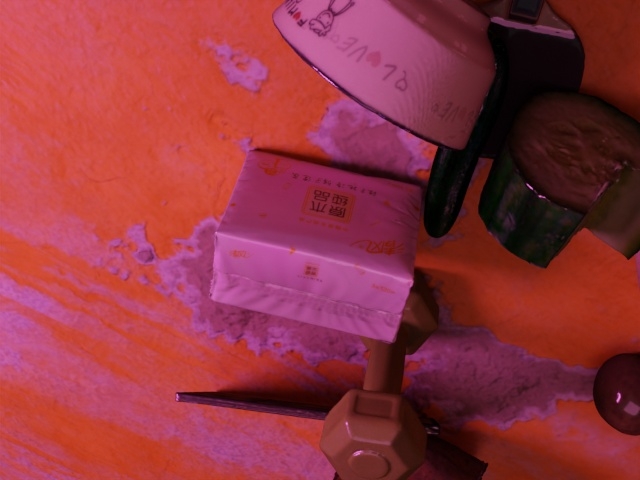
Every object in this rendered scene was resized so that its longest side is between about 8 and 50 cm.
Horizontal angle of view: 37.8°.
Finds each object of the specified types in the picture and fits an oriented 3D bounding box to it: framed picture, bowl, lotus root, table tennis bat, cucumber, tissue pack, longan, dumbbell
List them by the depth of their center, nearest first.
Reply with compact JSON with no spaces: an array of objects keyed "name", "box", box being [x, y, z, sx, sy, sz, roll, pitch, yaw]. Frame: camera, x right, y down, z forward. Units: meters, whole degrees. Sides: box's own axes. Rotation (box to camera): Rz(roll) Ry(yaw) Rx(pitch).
[{"name":"bowl","box":[0.083,-0.207,0.931,0.238,0.238,0.126,32,110,-14]},{"name":"cucumber","box":[0.263,-0.065,1.004,0.191,0.191,0.130,14,129,0]},{"name":"table tennis bat","box":[0.209,-0.215,1.014,0.173,0.022,0.301,12,128,2]},{"name":"cucumber","box":[0.162,-0.108,1.066,0.056,0.056,0.284,13,131,0]},{"name":"tissue pack","box":[0.000,0.000,1.110,0.225,0.185,0.124,13,131,1]},{"name":"dumbbell","box":[0.079,0.159,1.139,0.121,0.302,0.108,7,127,8]},{"name":"longan","box":[0.420,0.198,1.243,0.119,0.106,0.106,-48,112,-8]},{"name":"framed picture","box":[-0.008,0.233,1.283,0.339,0.255,0.014,6,82,6]},{"name":"lotus root","box":[0.100,0.378,1.346,0.192,0.272,0.272,30,127,4]}]

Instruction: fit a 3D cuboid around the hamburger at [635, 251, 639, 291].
[{"name":"hamburger","box":[0.476,0.015,1.062,0.227,0.151,0.295,-5,133,18]}]
